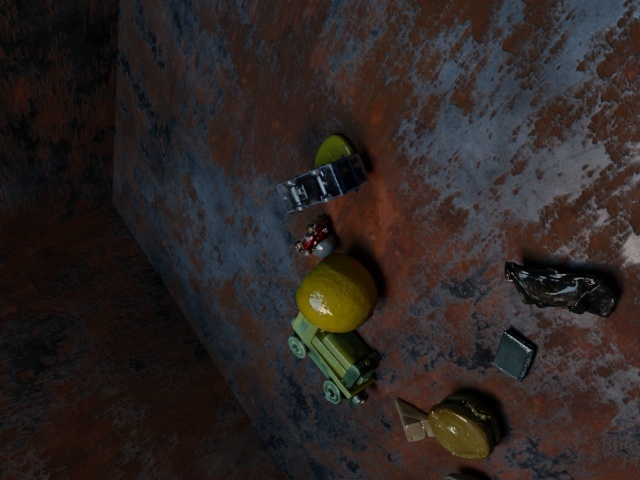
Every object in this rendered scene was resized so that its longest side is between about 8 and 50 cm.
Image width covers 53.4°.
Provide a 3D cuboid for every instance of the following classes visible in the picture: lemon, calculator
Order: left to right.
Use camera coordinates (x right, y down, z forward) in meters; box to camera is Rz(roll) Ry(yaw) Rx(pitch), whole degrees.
[{"bbox_3d":[0.039,-0.210,1.838,0.146,0.032,0.235,53,148,17],"label":"calculator"},{"bbox_3d":[0.062,0.170,1.918,0.219,0.240,0.240,39,145,16],"label":"lemon"}]

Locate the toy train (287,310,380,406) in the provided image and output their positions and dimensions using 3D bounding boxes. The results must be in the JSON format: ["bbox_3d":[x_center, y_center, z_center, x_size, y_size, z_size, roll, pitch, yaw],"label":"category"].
[{"bbox_3d":[0.044,0.383,2.212,0.397,0.160,0.253,49,140,21],"label":"toy train"}]

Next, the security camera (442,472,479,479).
[{"bbox_3d":[0.449,0.841,1.934,0.191,0.197,0.277,-155,54,-66],"label":"security camera"}]

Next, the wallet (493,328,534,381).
[{"bbox_3d":[0.478,0.284,1.568,0.088,0.026,0.129,36,140,32],"label":"wallet"}]

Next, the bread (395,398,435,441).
[{"bbox_3d":[0.311,0.576,2.077,0.152,0.105,0.077,-105,2,-64],"label":"bread"}]

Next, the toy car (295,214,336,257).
[{"bbox_3d":[0.000,0.000,2.017,0.112,0.112,0.139,41,138,6],"label":"toy car"}]

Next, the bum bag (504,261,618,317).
[{"bbox_3d":[0.501,0.104,1.341,0.248,0.069,0.102,13,149,51],"label":"bum bag"}]

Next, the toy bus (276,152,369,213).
[{"bbox_3d":[0.000,-0.156,1.781,0.297,0.131,0.106,-13,101,56],"label":"toy bus"}]

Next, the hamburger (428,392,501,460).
[{"bbox_3d":[0.411,0.511,1.771,0.189,0.122,0.215,54,146,1],"label":"hamburger"}]
